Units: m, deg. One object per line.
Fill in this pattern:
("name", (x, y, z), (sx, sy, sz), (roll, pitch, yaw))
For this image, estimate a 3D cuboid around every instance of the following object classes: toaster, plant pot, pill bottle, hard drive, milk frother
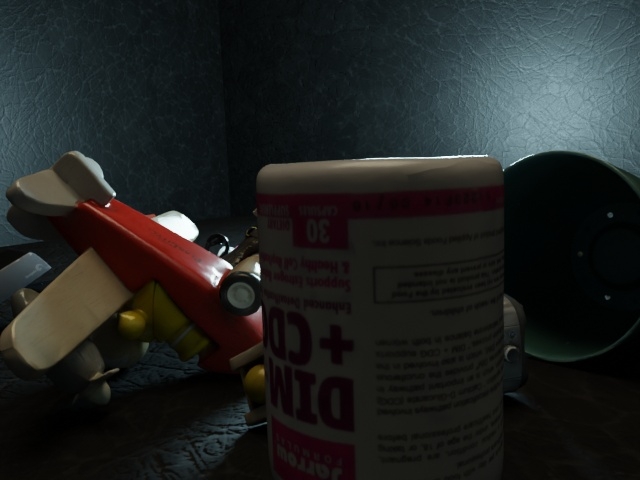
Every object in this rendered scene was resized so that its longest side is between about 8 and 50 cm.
("toaster", (0.145, 0.121, 0.752), (0.146, 0.129, 0.227), (-7, 9, -16))
("plant pot", (0.407, 0.022, 0.890), (0.235, 0.293, 0.293), (1, 3, -39))
("pill bottle", (0.042, 0.088, 0.399), (0.160, 0.283, 0.160), (-2, 6, 0))
("hard drive", (-0.650, 0.100, 1.093), (0.172, 0.054, 0.254), (5, 37, 46))
("milk frother", (-0.214, 0.045, 1.465), (0.129, 0.143, 0.135), (-6, 6, 0))

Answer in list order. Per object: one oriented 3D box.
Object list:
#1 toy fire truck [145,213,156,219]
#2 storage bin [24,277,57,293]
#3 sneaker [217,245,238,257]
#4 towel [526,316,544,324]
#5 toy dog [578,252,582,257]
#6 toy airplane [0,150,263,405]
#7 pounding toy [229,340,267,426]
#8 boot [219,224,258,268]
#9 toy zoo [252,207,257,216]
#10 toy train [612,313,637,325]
("toy fire truck", (-0.414, 0.041, 1.304), (0.135, 0.192, 0.047), (-17, 47, -28))
("storage bin", (-0.491, 0.119, 1.176), (0.122, 0.084, 0.180), (1, 8, 30))
("sneaker", (-0.240, 0.052, 1.734), (0.077, 0.072, 0.178), (12, 17, 22))
("towel", (0.290, 0.139, 0.974), (0.148, 0.027, 0.110), (-6, 8, -37))
("toy dog", (0.419, 0.038, 1.185), (0.220, 0.161, 0.334), (-38, 35, 12))
("toy airplane", (-0.275, 0.059, 0.830), (0.386, 0.272, 0.384), (10, 29, -45))
("pounding toy", (0.019, 0.139, 0.581), (0.154, 0.155, 0.269), (6, -32, -47))
("boot", (-0.149, 0.025, 1.283), (0.229, 0.091, 0.263), (-42, 21, -9))
("toy zoo", (0.000, 0.000, 1.302), (0.030, 0.293, 0.192), (-31, 11, 43))
("toy train", (0.498, 0.134, 0.959), (0.036, 0.027, 0.158), (-16, 9, -7))
